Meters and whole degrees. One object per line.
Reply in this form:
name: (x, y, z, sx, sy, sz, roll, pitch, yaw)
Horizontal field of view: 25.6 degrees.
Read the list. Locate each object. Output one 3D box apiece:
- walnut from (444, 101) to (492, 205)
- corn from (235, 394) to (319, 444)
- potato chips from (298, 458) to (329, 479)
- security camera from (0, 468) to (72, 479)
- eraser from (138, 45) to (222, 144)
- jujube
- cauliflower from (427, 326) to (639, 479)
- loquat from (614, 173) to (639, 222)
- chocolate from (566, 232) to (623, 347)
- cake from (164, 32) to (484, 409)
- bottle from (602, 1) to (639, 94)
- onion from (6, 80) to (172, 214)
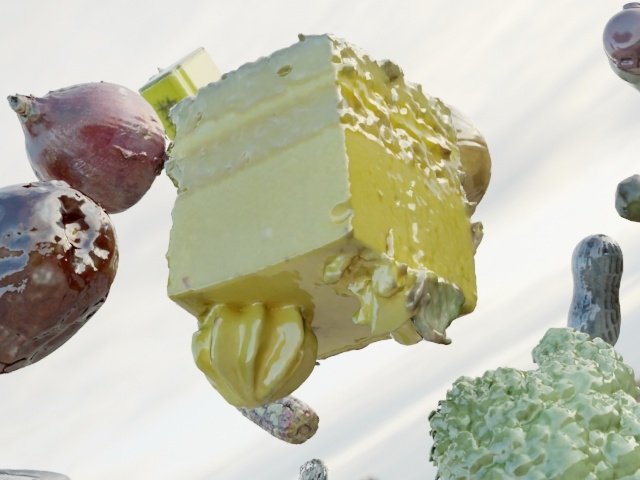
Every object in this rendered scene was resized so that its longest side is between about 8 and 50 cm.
walnut: (0.103, -0.091, 1.670, 0.197, 0.165, 0.165, -6, -12, 5)
corn: (-0.095, 0.264, 2.302, 0.079, 0.237, 0.080, -18, -61, -35)
potato chips: (-0.045, 0.432, 2.130, 0.220, 0.029, 0.202, -64, 14, 3)
security camera: (-0.419, 0.447, 1.846, 0.197, 0.277, 0.191, 3, -4, -17)
eraser: (-0.148, -0.148, 1.925, 0.069, 0.226, 0.158, -29, 11, 23)
jujube: (-0.324, 0.039, 1.456, 0.243, 0.183, 0.183, -30, -8, 40)
cauliflower: (0.242, 0.243, 1.330, 0.260, 0.327, 0.281, 0, -28, 22)
loquat: (0.533, -0.052, 1.713, 0.359, 0.328, 0.328, -2, -20, -10)
chocolate: (0.357, 0.074, 1.827, 0.072, 0.167, 0.072, 3, 6, 0)
cake: (0.000, 0.000, 1.271, 0.227, 0.286, 0.222, -22, -28, 30)
bottle: (0.475, -0.270, 2.032, 0.110, 0.110, 0.233, -36, -24, 19)
onion: (-0.275, -0.116, 1.607, 0.195, 0.159, 0.159, 24, -51, -38)
